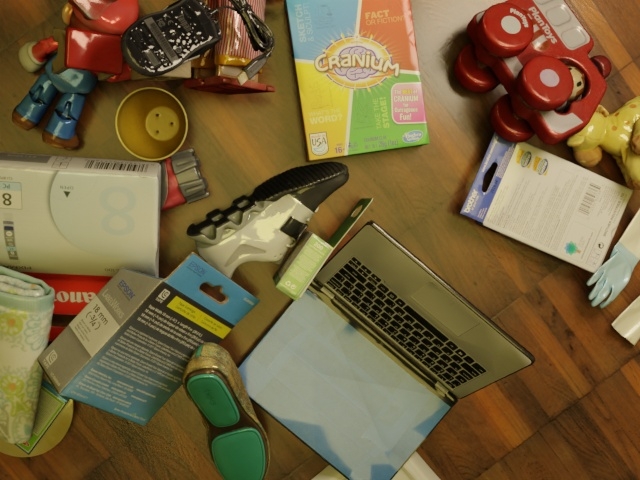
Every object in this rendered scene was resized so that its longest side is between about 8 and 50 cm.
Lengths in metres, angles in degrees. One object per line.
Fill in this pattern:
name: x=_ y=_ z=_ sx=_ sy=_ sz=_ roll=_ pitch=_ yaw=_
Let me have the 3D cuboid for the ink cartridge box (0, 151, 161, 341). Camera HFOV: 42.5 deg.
ink cartridge box: x=-0.453 y=0.037 z=1.505 sx=0.308 sy=0.091 sz=0.384 roll=3 pitch=112 yaw=-7

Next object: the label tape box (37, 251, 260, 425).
label tape box: x=-0.307 y=0.162 z=1.511 sx=0.333 sy=0.240 sz=0.106 roll=-47 pitch=53 yaw=-1

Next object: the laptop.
laptop: x=0.098 y=0.238 z=1.527 sx=0.382 sy=0.408 sz=0.236 roll=40 pitch=56 yaw=-2

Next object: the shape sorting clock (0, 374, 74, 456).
shape sorting clock: x=-0.579 y=0.318 z=1.595 sx=0.206 sy=0.040 sz=0.206 roll=0 pitch=90 yaw=1

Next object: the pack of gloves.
pack of gloves: x=0.654 y=0.074 z=1.657 sx=0.195 sy=0.046 sz=0.232 roll=38 pitch=86 yaw=-23

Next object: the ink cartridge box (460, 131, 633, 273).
ink cartridge box: x=0.446 y=-0.076 z=1.649 sx=0.311 sy=0.065 sz=0.185 roll=22 pitch=92 yaw=-8

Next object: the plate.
plate: x=0.119 y=0.550 z=1.668 sx=0.278 sy=0.045 sz=0.277 roll=-40 pitch=96 yaw=-1

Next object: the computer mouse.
computer mouse: x=-0.202 y=-0.324 z=1.382 sx=0.262 sy=0.060 sz=0.184 roll=-45 pitch=106 yaw=-26

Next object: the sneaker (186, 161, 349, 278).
sneaker: x=-0.081 y=-0.036 z=1.591 sx=0.331 sy=0.122 sz=0.146 roll=-28 pitch=113 yaw=-4

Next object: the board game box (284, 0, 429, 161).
board game box: x=0.069 y=-0.326 z=1.599 sx=0.242 sy=0.064 sz=0.316 roll=-9 pitch=94 yaw=-4

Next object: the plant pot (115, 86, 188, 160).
plant pot: x=-0.309 y=-0.220 z=1.554 sx=0.134 sy=0.095 sz=0.134 roll=0 pitch=98 yaw=2

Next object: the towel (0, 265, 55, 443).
towel: x=-0.676 y=0.176 z=1.493 sx=0.375 sy=0.090 sz=0.320 roll=18 pitch=114 yaw=5

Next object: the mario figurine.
mario figurine: x=-0.439 y=-0.334 z=1.549 sx=0.198 sy=0.170 sz=0.320 roll=25 pitch=104 yaw=-41

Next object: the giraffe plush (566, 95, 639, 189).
giraffe plush: x=0.563 y=-0.201 z=1.611 sx=0.171 sy=0.181 sz=0.210 roll=-2 pitch=97 yaw=11

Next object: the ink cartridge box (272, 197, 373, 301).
ink cartridge box: x=0.000 y=0.000 z=1.560 sx=0.056 sy=0.171 sz=0.235 roll=35 pitch=90 yaw=-6

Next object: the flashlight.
flashlight: x=-0.369 y=-0.082 z=1.561 sx=0.304 sy=0.103 sz=0.103 roll=-18 pitch=70 yaw=-3

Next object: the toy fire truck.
toy fire truck: x=0.424 y=-0.342 z=1.568 sx=0.254 sy=0.169 sz=0.302 roll=-28 pitch=77 yaw=-19

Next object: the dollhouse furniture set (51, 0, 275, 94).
dollhouse furniture set: x=-0.261 y=-0.374 z=1.438 sx=0.374 sy=0.152 sz=0.201 roll=0 pitch=95 yaw=-41

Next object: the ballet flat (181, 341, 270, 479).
ballet flat: x=-0.174 y=0.334 z=1.582 sx=0.123 sy=0.123 sz=0.348 roll=-19 pitch=125 yaw=-3
